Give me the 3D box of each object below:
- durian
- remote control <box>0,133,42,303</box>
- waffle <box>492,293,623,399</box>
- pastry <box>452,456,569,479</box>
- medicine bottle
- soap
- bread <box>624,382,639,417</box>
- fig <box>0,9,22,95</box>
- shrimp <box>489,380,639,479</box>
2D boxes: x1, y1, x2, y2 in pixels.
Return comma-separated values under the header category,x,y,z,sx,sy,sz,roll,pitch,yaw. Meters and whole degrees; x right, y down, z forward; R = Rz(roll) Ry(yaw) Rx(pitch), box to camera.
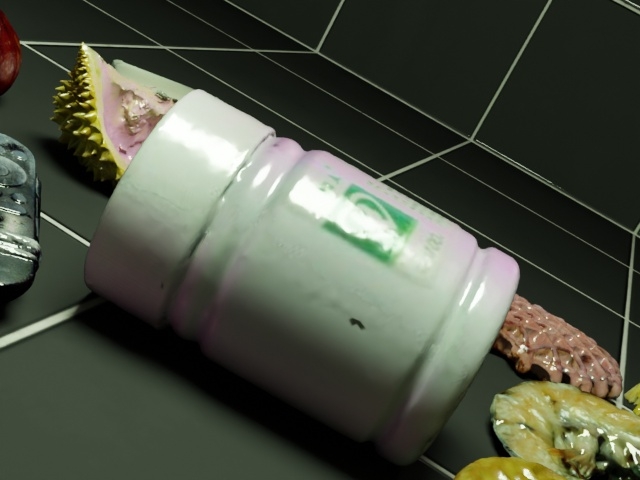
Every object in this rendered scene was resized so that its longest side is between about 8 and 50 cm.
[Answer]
category,x,y,z,sx,sy,sz,roll,pitch,yaw
durian,-0.218,-0.124,1.226,0.165,0.132,0.182,45,9,15
remote control,-0.286,-0.013,0.918,0.090,0.066,0.266,8,27,-19
waffle,0.295,0.134,1.412,0.234,0.055,0.221,37,19,24
pastry,0.152,0.262,0.693,0.235,0.132,0.240,42,26,16
medicine bottle,-0.014,0.032,0.941,0.325,0.212,0.212,28,16,3
soap,-0.217,-0.186,1.530,0.183,0.064,0.121,20,19,-24
bread,0.467,0.235,1.247,0.179,0.133,0.250,24,18,-18
fig,-0.399,-0.227,1.254,0.128,0.150,0.128,-22,90,-80
shrimp,0.319,0.259,1.071,0.233,0.071,0.365,-6,37,-47
